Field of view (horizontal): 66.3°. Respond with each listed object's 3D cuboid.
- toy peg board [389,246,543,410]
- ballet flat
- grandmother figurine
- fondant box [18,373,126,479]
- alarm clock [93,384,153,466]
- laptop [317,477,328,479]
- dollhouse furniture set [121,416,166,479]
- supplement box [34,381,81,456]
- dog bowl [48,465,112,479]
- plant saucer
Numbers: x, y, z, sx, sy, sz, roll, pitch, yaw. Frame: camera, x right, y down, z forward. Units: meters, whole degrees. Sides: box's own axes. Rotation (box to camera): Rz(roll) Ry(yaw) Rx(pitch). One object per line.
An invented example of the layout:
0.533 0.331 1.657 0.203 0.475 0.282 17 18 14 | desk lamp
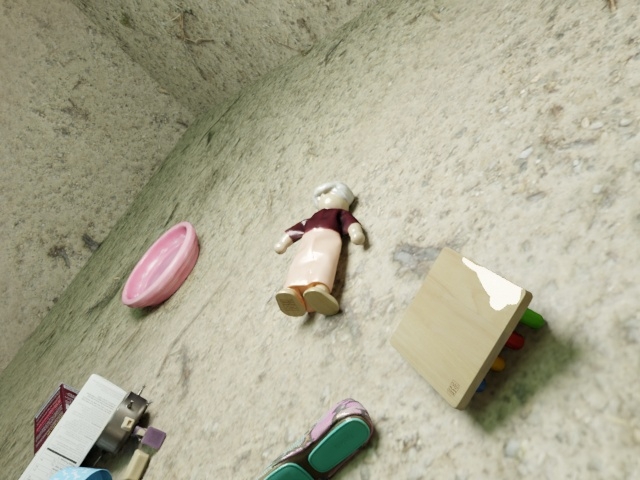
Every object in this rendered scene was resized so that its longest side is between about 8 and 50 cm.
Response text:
0.195 0.116 0.643 0.161 0.079 0.161 -62 27 7 | toy peg board
-0.019 0.308 0.690 0.221 0.077 0.079 -42 10 -1 | ballet flat
0.000 0.000 1.024 0.207 0.104 0.342 1 45 19 | grandmother figurine
-0.594 0.483 1.151 0.330 0.096 0.238 -60 12 -24 | fondant box
-0.453 0.428 1.105 0.192 0.064 0.129 -55 6 -1 | alarm clock
0.064 0.462 0.403 0.382 0.236 0.408 -64 4 -22 | laptop
-0.400 0.444 1.031 0.081 0.091 0.114 -33 31 55 | dollhouse furniture set
-0.751 0.520 1.411 0.130 0.073 0.239 -54 28 -11 | supplement box
-0.507 0.563 0.902 0.074 0.166 0.297 14 49 13 | dog bowl
-0.516 0.090 1.622 0.332 0.084 0.332 -33 32 23 | plant saucer
